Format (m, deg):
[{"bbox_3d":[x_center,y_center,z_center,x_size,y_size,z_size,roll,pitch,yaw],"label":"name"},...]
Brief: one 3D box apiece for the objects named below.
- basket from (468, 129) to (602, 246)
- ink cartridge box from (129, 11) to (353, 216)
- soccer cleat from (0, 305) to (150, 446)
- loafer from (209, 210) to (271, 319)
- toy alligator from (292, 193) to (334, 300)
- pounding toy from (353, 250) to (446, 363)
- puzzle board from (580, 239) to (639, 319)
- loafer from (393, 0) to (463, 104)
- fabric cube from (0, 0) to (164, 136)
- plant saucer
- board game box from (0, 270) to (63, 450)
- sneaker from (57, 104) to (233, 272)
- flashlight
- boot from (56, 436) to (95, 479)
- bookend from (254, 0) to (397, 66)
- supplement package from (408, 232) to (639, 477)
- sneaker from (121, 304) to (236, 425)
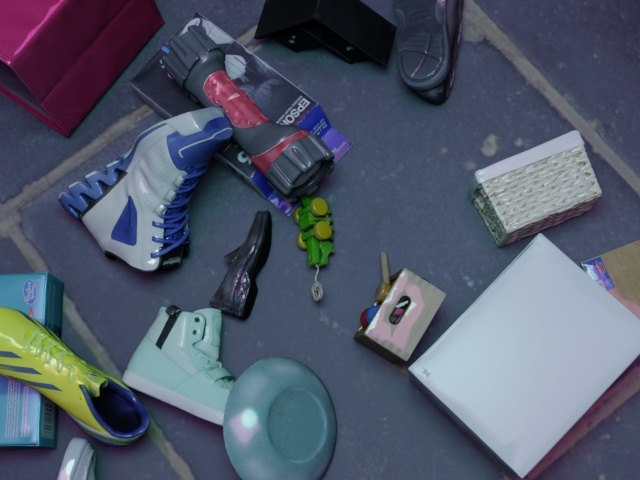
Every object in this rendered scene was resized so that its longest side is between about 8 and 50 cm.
[{"bbox_3d":[0.315,-0.072,1.345,0.167,0.113,0.103,-23,76,-2],"label":"basket"},{"bbox_3d":[-0.124,-0.202,1.442,0.333,0.065,0.165,38,80,12],"label":"ink cartridge box"},{"bbox_3d":[-0.351,0.180,1.261,0.289,0.121,0.093,44,53,-20],"label":"soccer cleat"},{"bbox_3d":[-0.117,0.030,1.377,0.061,0.062,0.170,14,75,13],"label":"loafer"},{"bbox_3d":[0.000,0.000,1.383,0.051,0.056,0.189,4,70,-37],"label":"toy alligator"},{"bbox_3d":[0.106,0.090,1.316,0.100,0.130,0.141,32,79,0],"label":"pounding toy"},{"bbox_3d":[0.453,0.073,1.346,0.097,0.011,0.128,-21,73,-1],"label":"puzzle board"},{"bbox_3d":[0.176,-0.359,1.459,0.109,0.095,0.302,-3,69,24],"label":"loafer"},{"bbox_3d":[-0.439,-0.366,1.411,0.254,0.259,0.258,33,77,13],"label":"fabric cube"},{"bbox_3d":[-0.042,0.254,1.256,0.195,0.037,0.194,11,72,-37],"label":"plant saucer"},{"bbox_3d":[-0.560,0.184,1.356,0.336,0.079,0.253,-3,74,4],"label":"board game box"},{"bbox_3d":[-0.229,-0.057,1.350,0.316,0.127,0.182,-30,91,31],"label":"sneaker"},{"bbox_3d":[-0.109,-0.194,1.351,0.103,0.103,0.304,-39,75,-6],"label":"flashlight"},{"bbox_3d":[-0.312,0.411,1.277,0.124,0.095,0.258,7,83,0],"label":"boot"},{"bbox_3d":[0.007,-0.330,1.452,0.157,0.156,0.072,-2,68,50],"label":"bookend"},{"bbox_3d":[0.283,0.163,1.259,0.262,0.145,0.204,-45,75,-6],"label":"supplement package"},{"bbox_3d":[-0.146,0.180,1.315,0.256,0.094,0.151,20,81,11],"label":"sneaker"}]
